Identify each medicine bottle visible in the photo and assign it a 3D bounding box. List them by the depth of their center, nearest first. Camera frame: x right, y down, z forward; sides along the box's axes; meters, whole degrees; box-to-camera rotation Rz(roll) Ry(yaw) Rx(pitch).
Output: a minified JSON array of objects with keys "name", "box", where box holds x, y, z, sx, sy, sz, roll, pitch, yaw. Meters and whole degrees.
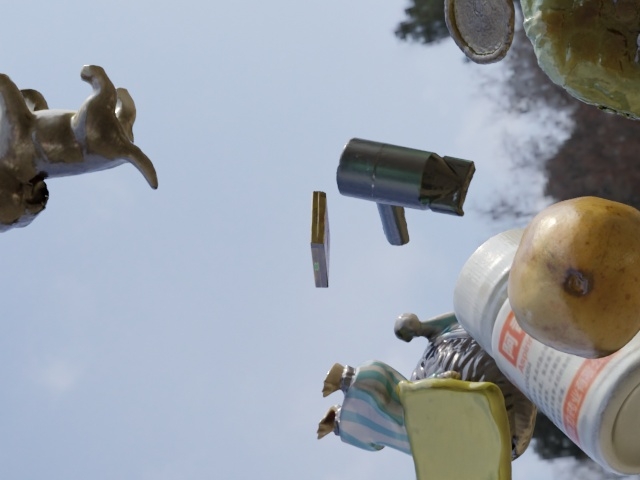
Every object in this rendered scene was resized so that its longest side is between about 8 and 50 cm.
[{"name":"medicine bottle","box":[0.362,0.145,1.751,0.211,0.211,0.371,55,174,-38]}]

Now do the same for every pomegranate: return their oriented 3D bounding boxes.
[{"name":"pomegranate","box":[0.296,0.039,1.399,0.196,0.196,0.196,38,-134,-53]}]

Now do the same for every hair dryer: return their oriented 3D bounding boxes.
[{"name":"hair dryer","box":[0.178,-0.069,2.387,0.302,0.244,0.116,70,-142,-59]}]

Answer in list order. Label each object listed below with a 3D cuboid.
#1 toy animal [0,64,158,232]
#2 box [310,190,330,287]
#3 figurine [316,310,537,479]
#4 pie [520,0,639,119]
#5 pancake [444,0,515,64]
[{"name":"toy animal","box":[-0.315,-0.108,1.423,0.121,0.233,0.169,66,-172,-79]},{"name":"box","box":[0.000,0.000,1.833,0.133,0.023,0.090,84,-171,-58]},{"name":"figurine","box":[0.223,0.251,2.261,0.378,0.361,0.266,-57,-22,-57]},{"name":"pie","box":[0.372,-0.279,1.448,0.071,0.306,0.306,140,120,-80]},{"name":"pancake","box":[0.300,-0.429,2.344,0.021,0.199,0.199,-19,-83,-32]}]
